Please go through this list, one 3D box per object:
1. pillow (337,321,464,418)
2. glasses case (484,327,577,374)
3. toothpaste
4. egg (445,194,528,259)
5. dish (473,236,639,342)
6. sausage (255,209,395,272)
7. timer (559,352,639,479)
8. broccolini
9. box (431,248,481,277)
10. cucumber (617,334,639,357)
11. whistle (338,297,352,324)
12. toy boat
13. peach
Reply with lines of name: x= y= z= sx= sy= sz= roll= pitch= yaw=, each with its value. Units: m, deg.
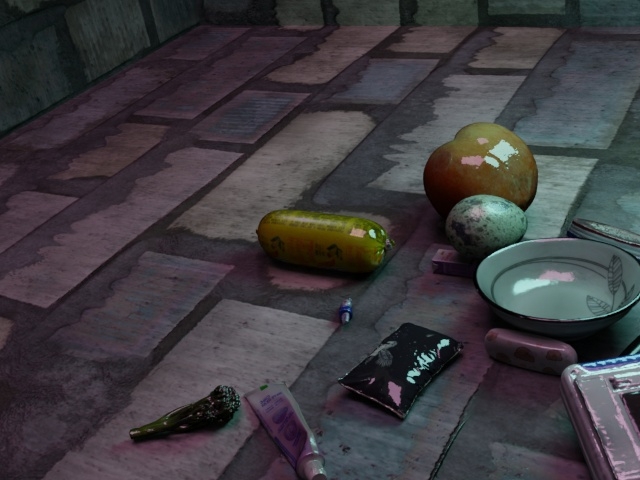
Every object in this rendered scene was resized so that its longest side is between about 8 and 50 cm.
pillow: x=0.146 y=0.223 z=1.489 sx=0.141 sy=0.055 sz=0.208 roll=23 pitch=44 yaw=31
glasses case: x=0.368 y=0.195 z=1.455 sx=0.164 sy=0.063 sz=0.041 roll=11 pitch=39 yaw=30
toothpaste: x=-0.054 y=0.317 z=1.396 sx=0.075 sy=0.048 sz=0.301 roll=-43 pitch=28 yaw=-1
egg: x=0.341 y=-0.028 z=1.696 sx=0.172 sy=0.132 sz=0.132 roll=-6 pitch=30 yaw=-8
dish: x=0.441 y=0.105 z=1.540 sx=0.316 sy=0.106 sz=0.316 roll=-7 pitch=27 yaw=3
sausage: x=0.000 y=0.000 z=1.834 sx=0.347 sy=0.123 sz=0.123 roll=7 pitch=34 yaw=28
timer: x=0.472 y=0.279 z=1.221 sx=0.178 sy=0.078 sz=0.253 roll=-11 pitch=44 yaw=0
broccolini: x=-0.234 y=0.317 z=1.464 sx=0.202 sy=0.068 sz=0.091 roll=-25 pitch=17 yaw=4
box: x=0.296 y=0.049 z=1.747 sx=0.117 sy=0.036 sz=0.051 roll=6 pitch=33 yaw=26
cucumber: x=0.570 y=0.182 z=1.430 sx=0.284 sy=0.056 sz=0.056 roll=-26 pitch=34 yaw=-30
whistle: x=0.049 y=0.145 z=1.673 sx=0.033 sy=0.029 sz=0.083 roll=-42 pitch=17 yaw=20
toy boat: x=0.615 y=0.000 z=1.730 sx=0.080 sy=0.046 sz=0.228 roll=-34 pitch=40 yaw=-30
peach: x=0.363 y=-0.136 z=1.855 sx=0.252 sy=0.252 sz=0.252 roll=-8 pitch=30 yaw=5
